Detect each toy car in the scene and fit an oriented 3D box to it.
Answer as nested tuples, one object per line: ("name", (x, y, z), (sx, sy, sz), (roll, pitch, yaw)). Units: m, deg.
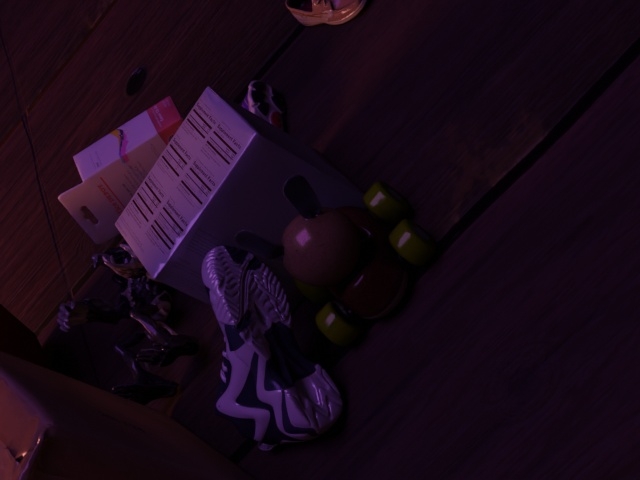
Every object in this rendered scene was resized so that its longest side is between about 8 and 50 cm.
("toy car", (0.000, 0.000, 1.384), (0.155, 0.188, 0.149), (-49, 40, 16))

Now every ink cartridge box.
("ink cartridge box", (-0.254, -0.093, 1.740), (0.198, 0.115, 0.067), (-32, 43, 0))

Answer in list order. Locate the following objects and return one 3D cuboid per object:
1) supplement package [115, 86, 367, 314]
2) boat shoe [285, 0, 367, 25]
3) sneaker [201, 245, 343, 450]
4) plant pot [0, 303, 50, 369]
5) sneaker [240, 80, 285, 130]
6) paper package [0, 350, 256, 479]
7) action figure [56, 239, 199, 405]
("supplement package", (-0.093, -0.034, 1.506), (0.203, 0.194, 0.149), (-54, 39, 9))
("boat shoe", (0.006, -0.314, 1.688), (0.135, 0.045, 0.050), (-6, 64, 47))
("sneaker", (-0.088, 0.133, 1.430), (0.235, 0.094, 0.153), (54, 133, 2))
("plant pot", (-0.497, 0.238, 1.728), (0.267, 0.267, 0.235), (-38, 57, -5))
("sneaker", (-0.083, -0.131, 1.679), (0.071, 0.068, 0.169), (-48, 28, 41))
("paper package", (-0.263, 0.264, 1.411), (0.309, 0.325, 0.168), (25, 88, 52))
("action figure", (-0.253, 0.074, 1.671), (0.164, 0.141, 0.275), (-56, 38, 27))
